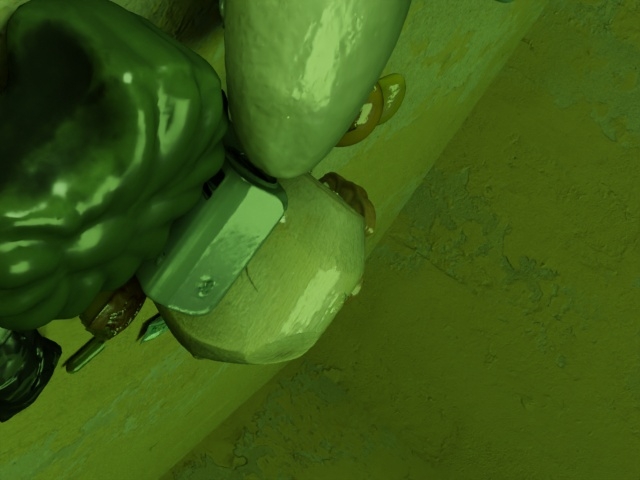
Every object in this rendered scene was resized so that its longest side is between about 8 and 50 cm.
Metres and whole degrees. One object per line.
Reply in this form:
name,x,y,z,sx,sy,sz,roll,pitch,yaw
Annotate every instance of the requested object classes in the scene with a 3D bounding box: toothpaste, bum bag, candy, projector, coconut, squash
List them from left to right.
bum bag,-0.441,0.176,1.192,0.144,0.095,0.340,-62,176,-22
squash,-0.432,0.213,1.536,0.083,0.027,0.027,-43,168,-28
toothpaste,-0.287,0.141,1.867,0.297,0.048,0.075,-34,164,-45
projector,-0.166,-0.052,1.105,0.108,0.250,0.198,24,109,-40
coconut,-0.121,0.032,1.346,0.360,0.346,0.346,-52,170,7
candy,0.008,-0.277,0.965,0.386,0.186,0.427,-20,127,-81

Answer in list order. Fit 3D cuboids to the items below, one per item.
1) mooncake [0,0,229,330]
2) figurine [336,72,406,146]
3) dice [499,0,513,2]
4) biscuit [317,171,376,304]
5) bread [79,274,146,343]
mooncake,-0.252,-0.069,0.872,0.351,0.187,0.351,-51,170,-12
figurine,0.017,-0.246,1.286,0.215,0.228,0.215,-39,160,-17
dice,0.236,-0.508,1.157,0.264,0.262,0.268,-52,170,15
biscuit,0.000,0.000,1.935,0.057,0.351,0.312,18,99,-36
bread,-0.337,0.096,1.360,0.125,0.086,0.156,-48,171,-19
